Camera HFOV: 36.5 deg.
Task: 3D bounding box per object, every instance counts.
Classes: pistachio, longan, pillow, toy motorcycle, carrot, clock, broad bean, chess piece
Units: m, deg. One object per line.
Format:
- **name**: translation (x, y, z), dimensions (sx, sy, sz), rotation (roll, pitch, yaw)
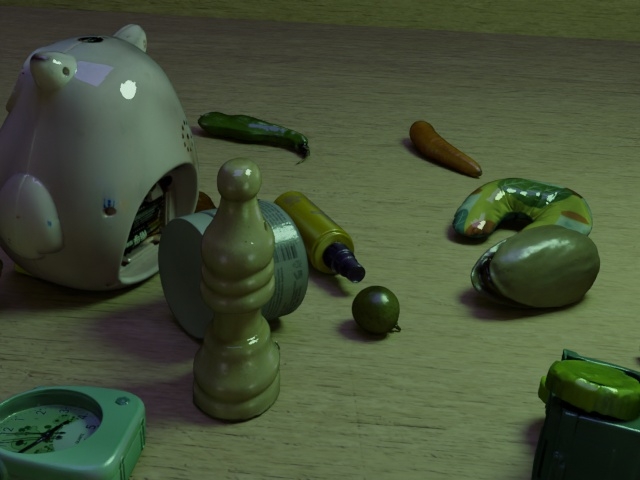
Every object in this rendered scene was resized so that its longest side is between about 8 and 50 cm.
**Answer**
- **pistachio**: translation (0.334, 0.044, 1.500), dimensions (0.206, 0.131, 0.129), rotation (-14, -16, -22)
- **longan**: translation (0.086, 0.104, 1.404), dimensions (0.083, 0.075, 0.075), rotation (40, 17, -17)
- **pillow**: translation (0.366, -0.040, 1.737), dimensions (0.233, 0.086, 0.214), rotation (20, 40, 29)
- **toy motorcycle**: translation (0.327, 0.216, 1.051), dimensions (0.200, 0.191, 0.326), rotation (13, 12, 15)
- **carrot**: translation (0.258, -0.198, 2.105), dimensions (0.062, 0.066, 0.271), rotation (-44, 34, 4)
- **clock**: translation (-0.333, -0.120, 1.488), dimensions (0.250, 0.377, 0.368), rotation (16, 27, 18)
- **broad bean**: translation (-0.147, -0.239, 2.155), dimensions (0.318, 0.056, 0.098), rotation (21, 30, 32)
- **clock**: translation (-0.309, 0.224, 1.086), dimensions (0.211, 0.066, 0.159), rotation (5, 24, 8)
- **chess piece**: translation (-0.102, 0.052, 1.194), dimensions (0.124, 0.307, 0.139), rotation (19, 28, 33)

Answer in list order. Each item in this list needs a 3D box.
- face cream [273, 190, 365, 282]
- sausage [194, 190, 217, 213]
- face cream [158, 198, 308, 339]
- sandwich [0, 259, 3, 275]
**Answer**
- **face cream**: translation (0.000, 0.000, 1.601), dimensions (0.078, 0.078, 0.273), rotation (-8, 26, -23)
- **sausage**: translation (-0.157, -0.007, 1.605), dimensions (0.103, 0.076, 0.302), rotation (-15, 29, -32)
- **face cream**: translation (-0.124, 0.039, 1.382), dimensions (0.153, 0.177, 0.177), rotation (-15, 29, -37)
- **sandwich**: translation (-0.567, 0.067, 1.275), dimensions (0.099, 0.288, 0.254), rotation (6, 67, 21)
